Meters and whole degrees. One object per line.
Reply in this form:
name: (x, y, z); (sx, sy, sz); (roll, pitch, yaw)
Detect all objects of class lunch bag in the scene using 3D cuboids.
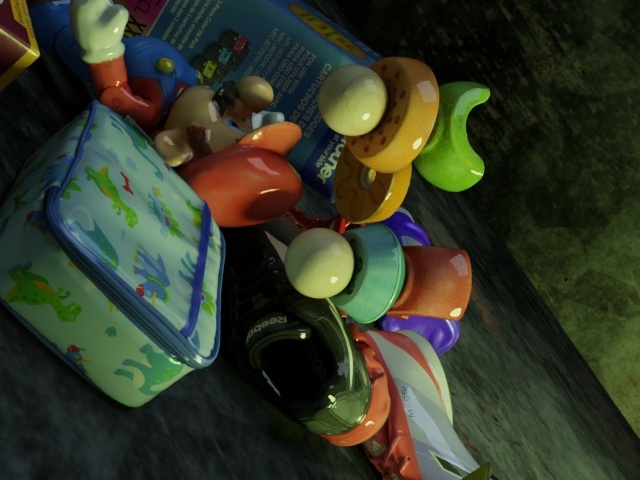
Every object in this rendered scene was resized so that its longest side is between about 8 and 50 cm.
lunch bag: (-0.147, 0.007, 0.765); (0.176, 0.090, 0.219); (49, 17, -23)

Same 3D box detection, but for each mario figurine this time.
mario figurine: (-0.125, -0.148, 0.942); (0.320, 0.170, 0.198); (44, 47, 17)

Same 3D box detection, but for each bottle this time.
bottle: (0.117, 0.046, 1.424); (0.118, 0.092, 0.283); (46, 17, -26)

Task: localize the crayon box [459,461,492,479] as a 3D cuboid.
crayon box: (0.031, 0.257, 0.520); (0.081, 0.202, 0.318); (52, 16, -6)

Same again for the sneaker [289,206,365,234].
sneaker: (0.000, 0.000, 1.120); (0.087, 0.128, 0.221); (44, 19, -32)

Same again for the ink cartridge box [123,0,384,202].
ink cartridge box: (-0.037, -0.194, 1.203); (0.395, 0.151, 0.270); (37, 15, 0)

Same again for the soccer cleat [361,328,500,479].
soccer cleat: (0.101, 0.227, 1.014); (0.116, 0.109, 0.318); (5, 49, -40)

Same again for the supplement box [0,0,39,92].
supplement box: (-0.304, -0.187, 0.738); (0.188, 0.080, 0.104); (34, 24, -48)

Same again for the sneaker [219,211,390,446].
sneaker: (-0.037, 0.059, 0.941); (0.276, 0.097, 0.135); (61, 15, 21)

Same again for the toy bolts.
toy bolts: (0.030, -0.038, 0.927); (0.158, 0.218, 0.229); (12, 75, -33)
